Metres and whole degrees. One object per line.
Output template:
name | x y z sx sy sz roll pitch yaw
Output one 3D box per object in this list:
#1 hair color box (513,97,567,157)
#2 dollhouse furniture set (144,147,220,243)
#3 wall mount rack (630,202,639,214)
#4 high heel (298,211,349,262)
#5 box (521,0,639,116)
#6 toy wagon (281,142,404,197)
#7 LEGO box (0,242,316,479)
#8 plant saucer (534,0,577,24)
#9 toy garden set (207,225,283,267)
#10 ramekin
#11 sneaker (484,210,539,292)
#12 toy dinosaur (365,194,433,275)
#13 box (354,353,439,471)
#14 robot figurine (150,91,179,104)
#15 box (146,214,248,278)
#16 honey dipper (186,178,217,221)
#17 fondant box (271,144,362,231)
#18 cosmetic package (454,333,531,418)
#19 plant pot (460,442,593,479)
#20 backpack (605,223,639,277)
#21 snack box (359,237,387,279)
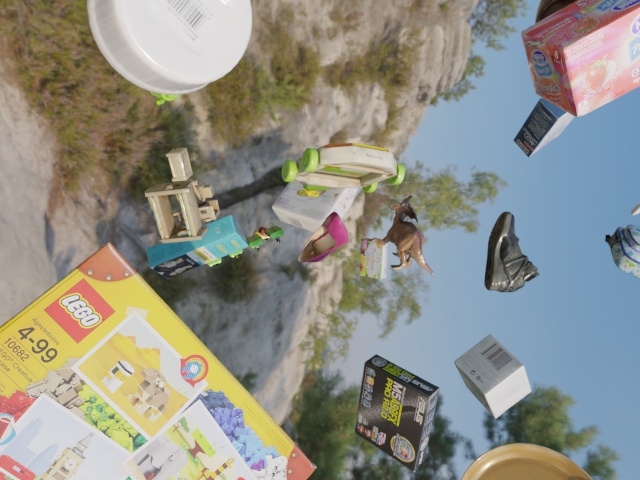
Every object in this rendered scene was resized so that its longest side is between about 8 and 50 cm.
hair color box | 0.880 -0.467 1.958 0.105 0.174 0.347 53 -4 14
dollhouse furniture set | -0.296 -0.110 1.074 0.161 0.101 0.181 -79 163 -66
wall mount rack | 0.852 -0.121 1.090 0.130 0.350 0.304 56 17 21
high heel | 0.000 0.000 1.311 0.082 0.117 0.244 60 -13 6
box | 0.546 -0.372 0.919 0.142 0.300 0.154 58 9 -34
toy wagon | 0.037 -0.175 1.332 0.344 0.268 0.068 -11 -104 61
LEGO box | -0.316 0.316 0.811 0.500 0.372 0.193 51 -24 -12
plant saucer | 0.637 -0.498 1.267 0.310 0.050 0.310 57 -7 12
toy garden set | -0.243 0.022 1.618 0.049 0.245 0.204 69 -12 -13
ramekin | -0.259 -0.408 0.923 0.135 0.277 0.276 19 -64 53
sneaker | 0.537 0.036 1.423 0.087 0.131 0.227 110 -11 -77
toy dinosaur | 0.285 -0.021 1.681 0.200 0.127 0.295 -58 -139 20
box | 0.213 0.492 1.469 0.060 0.216 0.269 -20 124 -46
robot figurine | -0.501 -0.485 1.631 0.067 0.115 0.101 -22 130 -46
box | -0.325 0.019 1.360 0.100 0.245 0.060 60 9 -65
honey dipper | -0.312 -0.108 1.349 0.160 0.031 0.030 70 14 -54
fondant box | 0.010 -0.192 1.899 0.330 0.239 0.096 -57 145 -21
cosmetic package | 0.543 0.427 1.608 0.151 0.152 0.183 50 -6 48
plant pot | 0.330 0.445 0.801 0.032 0.237 0.236 59 25 -58
backpack | 0.745 0.023 1.206 0.084 0.105 0.114 108 2 -48
snack box | 0.197 0.066 1.900 0.037 0.100 0.141 -10 105 -51
